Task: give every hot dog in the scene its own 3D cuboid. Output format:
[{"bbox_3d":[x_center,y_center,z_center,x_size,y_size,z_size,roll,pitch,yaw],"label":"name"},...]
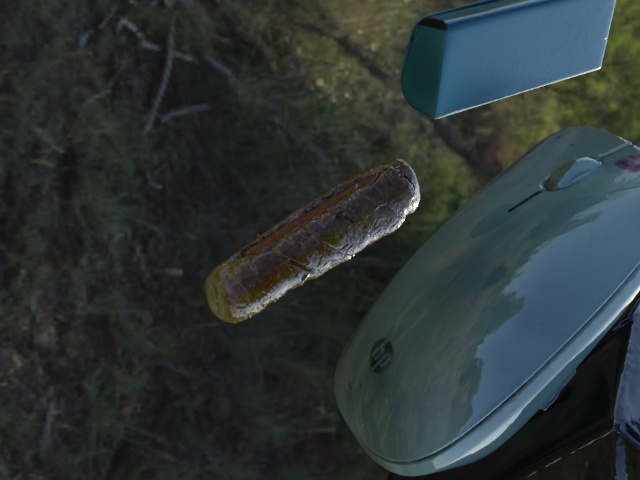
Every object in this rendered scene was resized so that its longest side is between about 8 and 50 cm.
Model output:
[{"bbox_3d":[-0.001,0.000,1.167,0.286,0.061,0.087,-36,129,-19],"label":"hot dog"}]

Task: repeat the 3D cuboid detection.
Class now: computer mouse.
[{"bbox_3d":[0.117,0.035,0.753,0.097,0.288,0.159,32,9,-35],"label":"computer mouse"}]

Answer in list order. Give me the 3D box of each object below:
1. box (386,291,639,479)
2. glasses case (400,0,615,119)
[{"bbox_3d":[0.248,0.258,1.012,0.251,0.345,0.204,43,35,-9],"label":"box"},{"bbox_3d":[0.227,-0.237,1.259,0.301,0.070,0.117,-18,129,-34],"label":"glasses case"}]
